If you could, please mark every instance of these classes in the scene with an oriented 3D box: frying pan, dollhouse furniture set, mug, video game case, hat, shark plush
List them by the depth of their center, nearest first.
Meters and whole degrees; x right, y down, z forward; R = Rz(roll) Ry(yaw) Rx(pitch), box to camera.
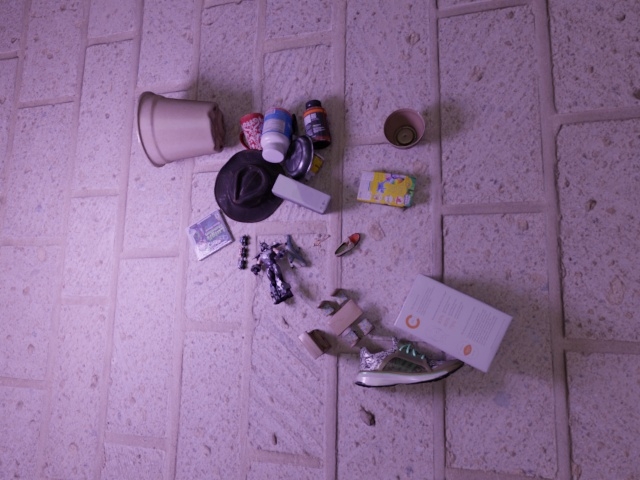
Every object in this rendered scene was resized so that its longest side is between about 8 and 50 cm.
[{"bbox_3d":[0.054,0.337,1.603,0.242,0.161,0.212,-44,74,6],"label":"dollhouse furniture set"},{"bbox_3d":[-0.305,-0.227,1.749,0.330,0.134,0.332,-1,99,-4],"label":"hat"},{"bbox_3d":[-0.093,-0.419,1.752,0.197,0.053,0.327,-6,81,55],"label":"frying pan"},{"bbox_3d":[-0.114,0.051,1.761,0.067,0.073,0.161,-19,56,-7],"label":"shark plush"},{"bbox_3d":[-0.291,-0.465,1.852,0.113,0.150,0.170,-16,81,-25],"label":"mug"},{"bbox_3d":[-0.515,-0.026,1.881,0.190,0.022,0.173,-30,76,10],"label":"video game case"}]

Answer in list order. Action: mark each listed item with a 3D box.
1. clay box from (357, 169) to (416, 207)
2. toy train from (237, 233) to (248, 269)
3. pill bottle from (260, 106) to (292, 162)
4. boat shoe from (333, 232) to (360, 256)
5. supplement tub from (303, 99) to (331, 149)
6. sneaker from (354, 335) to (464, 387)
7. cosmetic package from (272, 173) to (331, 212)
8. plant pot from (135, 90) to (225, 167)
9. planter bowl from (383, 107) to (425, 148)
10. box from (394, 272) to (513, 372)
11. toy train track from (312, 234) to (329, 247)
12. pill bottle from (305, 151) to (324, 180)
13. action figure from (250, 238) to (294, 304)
[{"bbox_3d":[0.271,-0.208,1.674,0.221,0.053,0.128,11,85,15],"label":"clay box"},{"bbox_3d":[-0.349,0.051,1.824,0.036,0.027,0.159,2,83,26],"label":"toy train"},{"bbox_3d":[-0.191,-0.451,1.757,0.124,0.124,0.222,-2,65,15],"label":"pill bottle"},{"bbox_3d":[0.110,0.018,1.693,0.137,0.043,0.049,-41,72,5],"label":"boat shoe"},{"bbox_3d":[-0.017,-0.502,1.767,0.105,0.106,0.198,-11,80,14],"label":"supplement tub"},{"bbox_3d":[0.322,0.445,1.533,0.409,0.158,0.182,-9,69,11],"label":"sneaker"},{"bbox_3d":[-0.078,-0.189,1.703,0.230,0.117,0.086,24,88,-3],"label":"cosmetic package"},{"bbox_3d":[-0.604,-0.503,1.840,0.305,0.334,0.334,-2,82,4],"label":"plant pot"},{"bbox_3d":[0.342,-0.438,1.657,0.161,0.109,0.162,-2,82,16],"label":"planter bowl"},{"bbox_3d":[0.474,0.289,1.491,0.345,0.168,0.215,26,90,16],"label":"box"},{"bbox_3d":[0.000,0.000,1.741,0.083,0.014,0.048,-32,76,9],"label":"toy train track"},{"bbox_3d":[-0.038,-0.319,1.768,0.065,0.065,0.116,35,93,17],"label":"pill bottle"},{"bbox_3d":[-0.203,0.120,1.730,0.185,0.099,0.285,-36,70,33],"label":"action figure"}]
